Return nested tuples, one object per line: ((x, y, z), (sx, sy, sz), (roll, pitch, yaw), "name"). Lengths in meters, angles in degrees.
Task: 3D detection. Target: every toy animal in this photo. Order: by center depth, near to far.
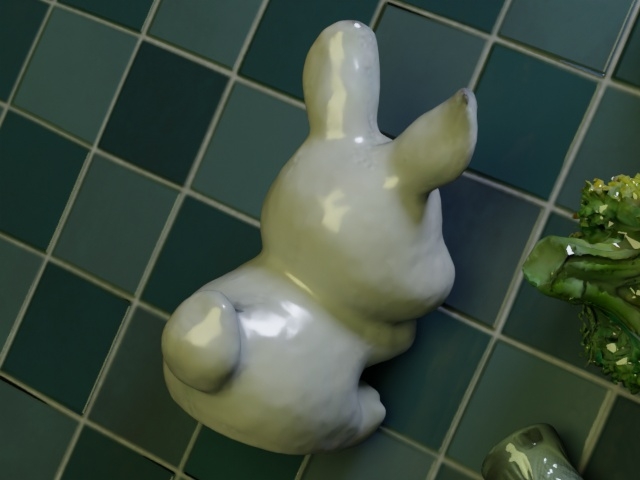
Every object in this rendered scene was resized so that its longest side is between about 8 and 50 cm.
((0.003, 0.004, 1.624), (0.196, 0.241, 0.368), (34, 97, 28), "toy animal")

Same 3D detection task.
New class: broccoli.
((0.248, 0.028, 1.502), (0.220, 0.194, 0.194), (-46, 60, 36), "broccoli")

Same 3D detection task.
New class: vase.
((0.223, 0.255, 1.543), (0.096, 0.096, 0.219), (-44, 60, 14), "vase")
